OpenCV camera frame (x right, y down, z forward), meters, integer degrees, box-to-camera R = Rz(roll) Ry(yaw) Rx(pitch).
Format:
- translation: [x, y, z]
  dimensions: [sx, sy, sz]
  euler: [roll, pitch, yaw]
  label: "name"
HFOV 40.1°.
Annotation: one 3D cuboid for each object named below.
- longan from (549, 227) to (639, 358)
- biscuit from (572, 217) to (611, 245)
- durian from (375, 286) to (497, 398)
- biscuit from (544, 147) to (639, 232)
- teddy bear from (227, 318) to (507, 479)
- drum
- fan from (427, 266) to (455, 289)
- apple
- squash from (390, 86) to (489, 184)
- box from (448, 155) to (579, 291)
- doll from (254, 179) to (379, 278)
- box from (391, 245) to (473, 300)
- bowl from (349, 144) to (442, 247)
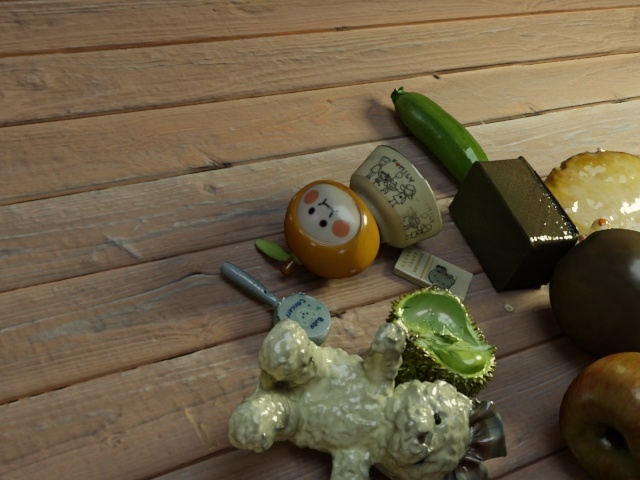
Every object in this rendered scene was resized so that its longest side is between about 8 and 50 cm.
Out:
- translation: [0.638, 0.121, 1.852]
  dimensions: [0.298, 0.297, 0.297]
  euler: [11, 45, -11]
  label: "longan"
- translation: [0.619, 0.010, 2.036]
  dimensions: [0.234, 0.030, 0.153]
  euler: [22, 75, 23]
  label: "biscuit"
- translation: [0.218, 0.214, 1.681]
  dimensions: [0.237, 0.176, 0.200]
  euler: [48, 40, 18]
  label: "durian"
- translation: [0.747, -0.041, 2.157]
  dimensions: [0.429, 0.104, 0.446]
  euler: [-38, 66, -26]
  label: "biscuit"
- translation: [0.103, 0.306, 1.459]
  dimensions: [0.362, 0.375, 0.327]
  euler: [20, 85, 24]
  label: "teddy bear"
- translation: [-0.079, 0.115, 1.754]
  dimensions: [0.130, 0.049, 0.253]
  euler: [-24, 60, -36]
  label: "drum"
- translation: [0.254, 0.089, 1.901]
  dimensions: [0.056, 0.004, 0.083]
  euler: [41, 51, 17]
  label: "fan"
- translation: [0.593, 0.334, 1.647]
  dimensions: [0.265, 0.264, 0.264]
  euler: [11, 45, -11]
  label: "apple"
- translation: [0.311, -0.266, 2.232]
  dimensions: [0.107, 0.107, 0.395]
  euler: [-18, 55, -33]
  label: "squash"
- translation: [0.436, -0.043, 2.003]
  dimensions: [0.143, 0.184, 0.273]
  euler: [-5, 50, -26]
  label: "box"
- translation: [0.000, 0.000, 1.817]
  dimensions: [0.236, 0.213, 0.213]
  euler: [-39, 63, 0]
  label: "doll"
- translation: [0.248, 0.072, 1.936]
  dimensions: [0.167, 0.024, 0.090]
  euler: [26, 45, 5]
  label: "box"
- translation: [0.145, -0.076, 1.916]
  dimensions: [0.126, 0.237, 0.237]
  euler: [-36, 65, -15]
  label: "bowl"
